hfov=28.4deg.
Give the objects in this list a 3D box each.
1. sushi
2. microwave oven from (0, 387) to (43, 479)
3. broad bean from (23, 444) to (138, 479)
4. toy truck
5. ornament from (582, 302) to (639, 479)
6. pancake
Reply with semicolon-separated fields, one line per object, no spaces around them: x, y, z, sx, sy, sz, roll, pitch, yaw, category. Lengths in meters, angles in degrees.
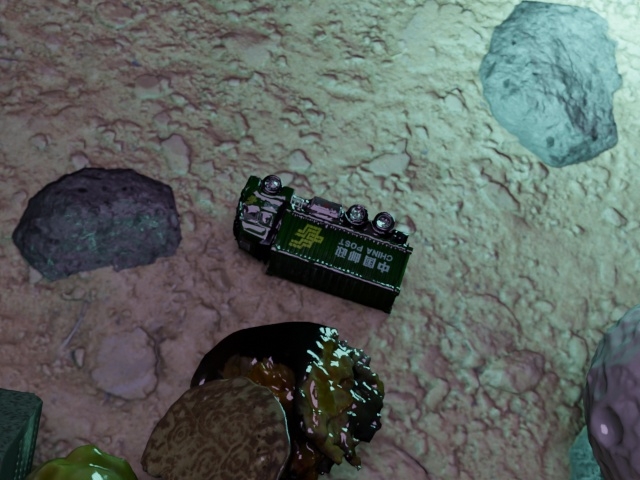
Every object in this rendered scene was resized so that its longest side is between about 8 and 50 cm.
-0.050;0.218;1.649;0.213;0.204;0.200;53;33;-18;sushi
-0.569;0.280;1.444;0.432;0.374;0.236;11;94;-5;microwave oven
-0.283;0.391;1.502;0.119;0.291;0.238;0;14;35;broad bean
0.000;0.000;1.809;0.259;0.088;0.121;19;63;2;toy truck
0.498;0.213;1.627;0.337;0.337;0.337;2;64;-5;ornament
-0.127;0.264;1.521;0.212;0.029;0.235;-28;45;17;pancake
